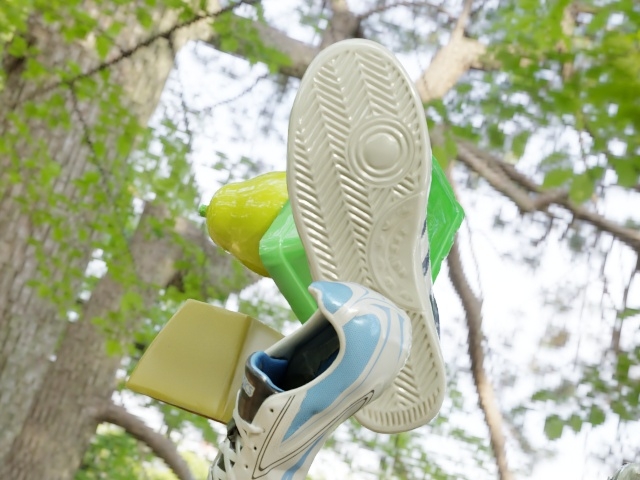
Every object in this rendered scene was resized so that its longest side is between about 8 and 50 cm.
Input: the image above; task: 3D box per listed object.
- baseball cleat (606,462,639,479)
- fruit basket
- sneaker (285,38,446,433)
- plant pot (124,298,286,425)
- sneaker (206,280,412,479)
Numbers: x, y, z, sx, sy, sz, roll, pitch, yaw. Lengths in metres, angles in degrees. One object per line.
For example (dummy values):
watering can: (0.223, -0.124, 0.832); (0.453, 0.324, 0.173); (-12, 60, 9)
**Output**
baseball cleat: (0.462, 0.442, 1.732); (0.072, 0.206, 0.109); (17, -7, 0)
fruit basket: (0.000, 0.000, 1.815); (0.392, 0.392, 0.283); (-7, -58, 47)
sneaker: (0.039, -0.006, 1.044); (0.131, 0.350, 0.148); (-5, 7, -1)
plant pot: (-0.177, 0.221, 2.006); (0.212, 0.187, 0.212); (14, -13, 31)
sneaker: (-0.035, 0.124, 0.750); (0.086, 0.237, 0.085); (29, 15, -23)
